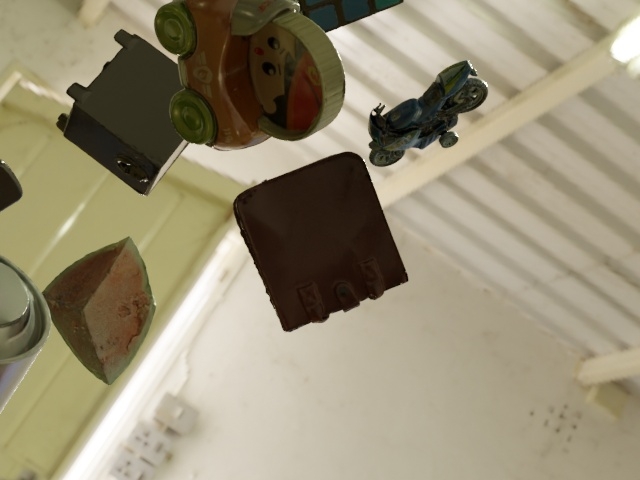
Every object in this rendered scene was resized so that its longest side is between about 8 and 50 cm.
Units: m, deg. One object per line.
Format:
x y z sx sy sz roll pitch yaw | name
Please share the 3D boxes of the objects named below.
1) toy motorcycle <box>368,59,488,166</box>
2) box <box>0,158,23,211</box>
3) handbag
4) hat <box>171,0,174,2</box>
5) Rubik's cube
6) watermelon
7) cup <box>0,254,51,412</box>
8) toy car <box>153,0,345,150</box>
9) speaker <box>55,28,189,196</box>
0.168 -0.212 1.915 0.254 0.092 0.136 -35 -35 23 | toy motorcycle
-0.565 -0.079 1.879 0.027 0.125 0.126 52 -12 24 | box
0.000 0.000 2.022 0.084 0.260 0.275 168 -99 -78 | handbag
-0.194 -0.385 2.008 0.162 0.112 0.093 24 -41 15 | hat
0.017 -0.426 1.680 0.163 0.161 0.162 -116 -174 -48 | Rubik's cube
-0.474 0.136 2.458 0.256 0.260 0.176 36 -25 5 | watermelon
-0.546 0.183 1.502 0.253 0.253 0.371 34 -65 -4 | cup
-0.068 -0.213 1.359 0.235 0.145 0.235 21 -52 30 | toy car
-0.393 -0.268 2.383 0.254 0.232 0.184 36 -27 -5 | speaker
